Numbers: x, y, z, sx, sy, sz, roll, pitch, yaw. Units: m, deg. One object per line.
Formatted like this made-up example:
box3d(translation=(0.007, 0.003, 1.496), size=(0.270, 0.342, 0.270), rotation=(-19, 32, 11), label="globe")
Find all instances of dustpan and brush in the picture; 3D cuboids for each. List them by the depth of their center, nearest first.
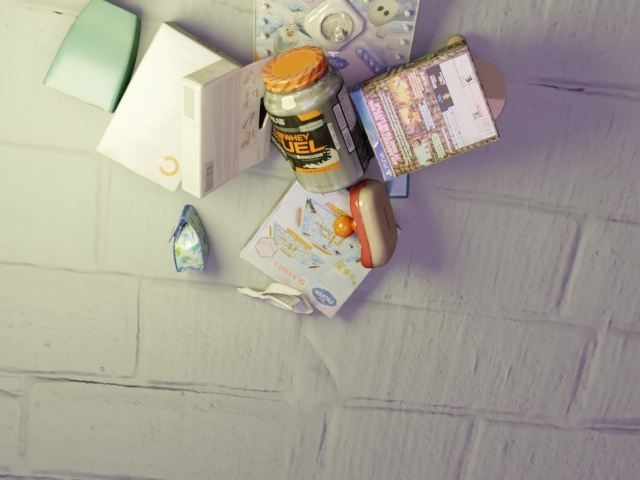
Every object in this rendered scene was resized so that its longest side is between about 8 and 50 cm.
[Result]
box3d(translation=(-0.131, 0.153, 2.008), size=(0.211, 0.147, 0.060), rotation=(23, 72, 22), label="dustpan and brush")

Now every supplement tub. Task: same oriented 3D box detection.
box3d(translation=(-0.013, -0.283, 1.729), size=(0.193, 0.193, 0.316), rotation=(-22, 127, 3), label="supplement tub")

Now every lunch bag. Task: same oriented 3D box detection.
box3d(translation=(-0.346, -0.008, 1.919), size=(0.096, 0.129, 0.151), rotation=(-4, 109, -4), label="lunch bag")

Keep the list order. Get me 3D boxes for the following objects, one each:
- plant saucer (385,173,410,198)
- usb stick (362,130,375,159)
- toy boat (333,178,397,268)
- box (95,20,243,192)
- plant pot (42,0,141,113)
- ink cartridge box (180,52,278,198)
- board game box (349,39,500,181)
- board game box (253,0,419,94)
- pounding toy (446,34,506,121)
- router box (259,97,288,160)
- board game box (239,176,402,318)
box3d(translation=(0.208, -0.205, 1.959), size=(0.067, 0.018, 0.192), rotation=(-1, 107, -4), label="plant saucer")
box3d(translation=(0.158, -0.277, 1.894), size=(0.278, 0.045, 0.077), rotation=(-41, 131, 16), label="usb stick")
box3d(translation=(0.104, -0.038, 1.889), size=(0.151, 0.151, 0.231), rotation=(-6, 110, 27), label="toy boat")
box3d(translation=(-0.363, -0.328, 1.792), size=(0.215, 0.168, 0.345), rotation=(29, 103, -13), label="box")
box3d(translation=(-0.526, -0.447, 1.746), size=(0.165, 0.166, 0.234), rotation=(23, 98, -12), label="plant pot")
box3d(translation=(-0.215, -0.279, 1.715), size=(0.066, 0.261, 0.296), rotation=(29, 133, 23), label="ink cartridge box")
box3d(translation=(0.250, -0.312, 1.757), size=(0.291, 0.141, 0.232), rotation=(-19, 107, 14), label="board game box")
box3d(translation=(0.036, -0.508, 1.743), size=(0.390, 0.050, 0.390), rotation=(1, 134, -5), label="board game box")
box3d(translation=(0.362, -0.387, 1.878), size=(0.183, 0.110, 0.237), rotation=(-39, 88, 9), label="pounding toy")
box3d(translation=(-0.083, -0.303, 1.851), size=(0.133, 0.046, 0.179), rotation=(-31, 128, 12), label="router box")
box3d(translation=(0.000, 0.000, 1.983), size=(0.318, 0.066, 0.318), rotation=(36, 102, -15), label="board game box")
